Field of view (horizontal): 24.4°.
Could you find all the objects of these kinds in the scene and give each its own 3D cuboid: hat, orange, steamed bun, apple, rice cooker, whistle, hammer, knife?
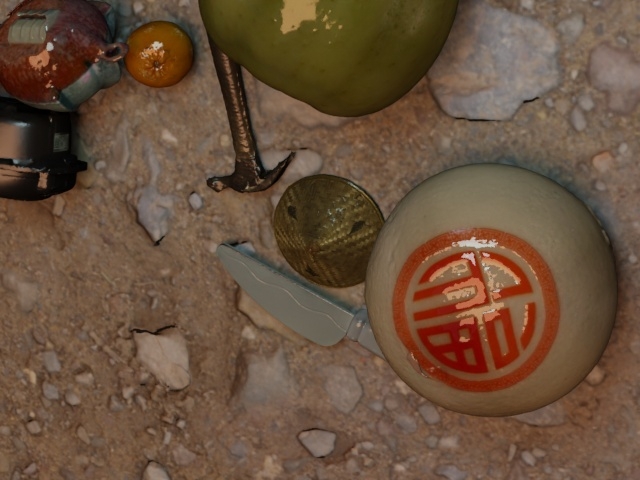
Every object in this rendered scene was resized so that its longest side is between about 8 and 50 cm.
[{"bbox_3d":[0.000,0.000,1.738,0.146,0.067,0.146,8,113,20],"label":"hat"},{"bbox_3d":[-0.187,-0.215,1.723,0.083,0.070,0.083,-6,126,-8],"label":"orange"},{"bbox_3d":[0.179,0.060,1.605,0.283,0.177,0.283,3,103,15],"label":"steamed bun"},{"bbox_3d":[0.008,-0.268,1.543,0.279,0.279,0.279,8,113,19],"label":"apple"},{"bbox_3d":[-0.387,-0.115,1.813,0.203,0.142,0.118,11,102,15],"label":"rice cooker"},{"bbox_3d":[-0.362,-0.223,1.758,0.346,0.133,0.142,5,82,32],"label":"whistle"},{"bbox_3d":[-0.109,-0.197,1.730,0.125,0.027,0.297,-5,107,25],"label":"hammer"},{"bbox_3d":[0.014,0.097,1.788,0.331,0.044,0.080,24,126,15],"label":"knife"}]
